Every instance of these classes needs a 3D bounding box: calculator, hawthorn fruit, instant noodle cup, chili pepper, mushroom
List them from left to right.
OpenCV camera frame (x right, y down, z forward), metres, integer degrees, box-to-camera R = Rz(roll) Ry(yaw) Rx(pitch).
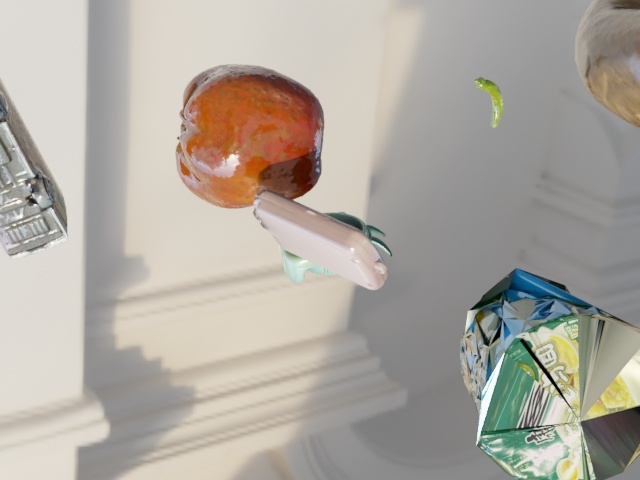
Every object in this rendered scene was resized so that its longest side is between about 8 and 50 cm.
[{"bbox_3d":[-0.081,-0.119,1.320,0.189,0.189,0.189,5,-159,-2],"label":"hawthorn fruit"},{"bbox_3d":[0.000,0.000,1.203,0.175,0.100,0.032,24,-108,32],"label":"calculator"},{"bbox_3d":[0.196,-0.164,1.305,0.030,0.083,0.017,-37,-130,4],"label":"chili pepper"},{"bbox_3d":[0.280,0.163,1.383,0.240,0.240,0.178,1,-162,-12],"label":"instant noodle cup"},{"bbox_3d":[0.252,-0.131,0.753,0.151,0.156,0.285,-6,-158,1],"label":"mushroom"}]

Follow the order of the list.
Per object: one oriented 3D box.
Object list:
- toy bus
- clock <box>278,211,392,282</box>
[{"bbox_3d":[-0.366,-0.109,1.244,0.092,0.268,0.106,-19,-143,2],"label":"toy bus"},{"bbox_3d":[0.018,0.005,1.376,0.135,0.041,0.101,-8,-149,-4],"label":"clock"}]
